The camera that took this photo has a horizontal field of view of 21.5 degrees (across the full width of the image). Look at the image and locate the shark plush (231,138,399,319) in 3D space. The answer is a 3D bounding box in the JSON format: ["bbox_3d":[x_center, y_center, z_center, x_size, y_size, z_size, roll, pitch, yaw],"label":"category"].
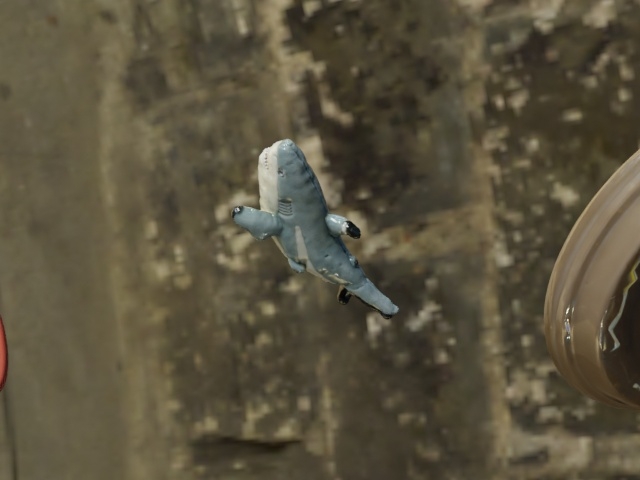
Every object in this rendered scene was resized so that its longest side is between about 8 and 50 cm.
[{"bbox_3d":[0.000,0.000,1.260,0.073,0.067,0.161,-38,99,-48],"label":"shark plush"}]

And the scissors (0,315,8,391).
[{"bbox_3d":[-0.273,0.175,1.298,0.021,0.109,0.297,109,-34,-80],"label":"scissors"}]

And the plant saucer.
[{"bbox_3d":[0.282,0.017,1.156,0.278,0.278,0.041,37,12,-44],"label":"plant saucer"}]
